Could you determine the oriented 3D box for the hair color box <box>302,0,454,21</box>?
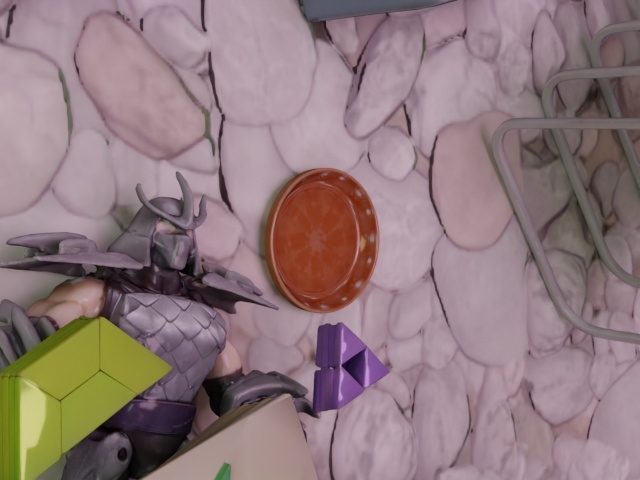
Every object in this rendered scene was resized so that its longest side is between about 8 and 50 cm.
[{"bbox_3d":[0.057,-0.326,0.702,0.185,0.113,0.374,-22,107,-39],"label":"hair color box"}]

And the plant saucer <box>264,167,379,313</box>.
[{"bbox_3d":[0.000,0.000,0.734,0.083,0.013,0.083,-2,92,-41],"label":"plant saucer"}]

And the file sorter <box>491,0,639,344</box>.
[{"bbox_3d":[0.273,-0.074,0.867,0.277,0.173,0.193,-43,120,-31],"label":"file sorter"}]

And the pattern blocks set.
[{"bbox_3d":[-0.054,0.166,0.555,0.325,0.026,0.285,-46,117,-37],"label":"pattern blocks set"}]

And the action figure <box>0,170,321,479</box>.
[{"bbox_3d":[-0.085,0.107,0.611,0.185,0.099,0.285,13,80,-36],"label":"action figure"}]
